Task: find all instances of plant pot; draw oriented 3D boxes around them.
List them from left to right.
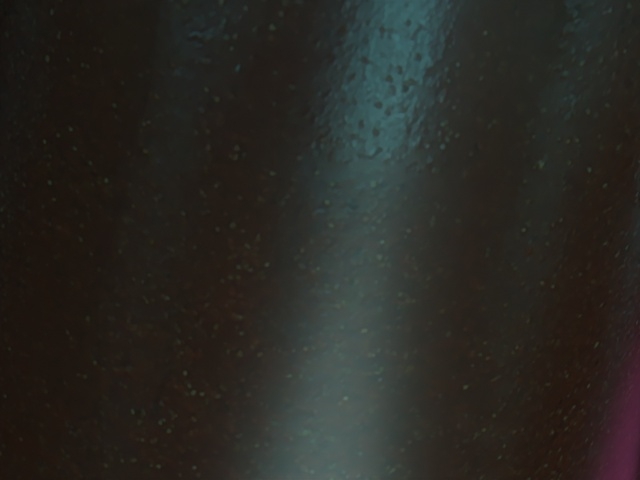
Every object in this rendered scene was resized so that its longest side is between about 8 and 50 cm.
[{"bbox_3d":[-0.008,-0.005,0.477,0.272,0.272,0.265,1,119,-19],"label":"plant pot"}]
